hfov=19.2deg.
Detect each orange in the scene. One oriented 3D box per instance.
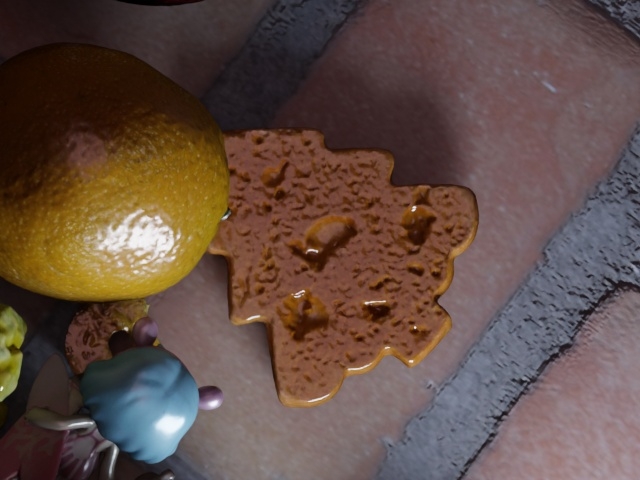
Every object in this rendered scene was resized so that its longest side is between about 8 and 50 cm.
[{"bbox_3d":[-0.208,-0.061,1.746,0.264,0.264,0.264,1,79,-5],"label":"orange"}]

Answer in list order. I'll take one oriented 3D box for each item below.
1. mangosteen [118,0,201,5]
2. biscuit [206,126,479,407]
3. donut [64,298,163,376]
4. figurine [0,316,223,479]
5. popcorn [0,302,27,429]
[{"bbox_3d":[-0.179,-0.426,1.760,0.421,0.381,0.381,24,78,-5],"label":"mangosteen"},{"bbox_3d":[0.000,0.000,1.857,0.306,0.043,0.284,44,80,6],"label":"biscuit"},{"bbox_3d":[-0.196,0.103,1.819,0.097,0.043,0.108,-20,85,-7],"label":"donut"},{"bbox_3d":[-0.206,0.208,1.753,0.260,0.103,0.205,-39,97,7],"label":"figurine"},{"bbox_3d":[-0.355,0.107,1.738,0.187,0.185,0.167,40,66,13],"label":"popcorn"}]
